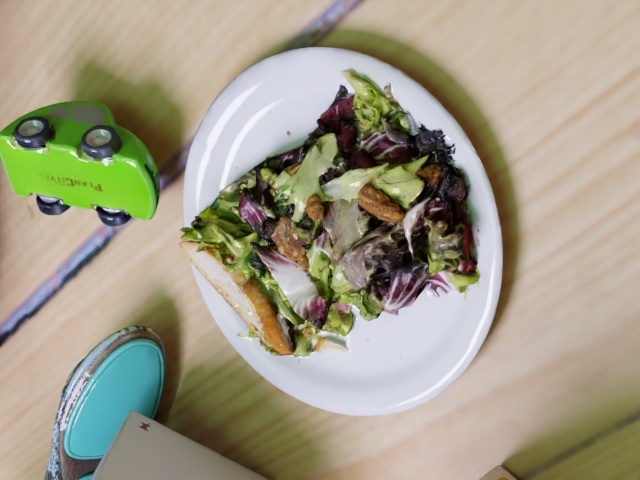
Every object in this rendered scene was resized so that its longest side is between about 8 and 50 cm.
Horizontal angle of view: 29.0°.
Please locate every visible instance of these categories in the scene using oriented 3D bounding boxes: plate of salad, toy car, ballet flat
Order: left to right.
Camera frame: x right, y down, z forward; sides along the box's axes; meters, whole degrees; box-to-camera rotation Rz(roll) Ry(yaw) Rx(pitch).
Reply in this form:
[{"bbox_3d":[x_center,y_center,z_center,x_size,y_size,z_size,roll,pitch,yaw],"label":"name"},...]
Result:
[{"bbox_3d":[-0.192,-0.059,0.736,0.225,0.053,0.239,11,138,16],"label":"toy car"},{"bbox_3d":[-0.145,0.124,0.774,0.070,0.070,0.188,29,114,24],"label":"ballet flat"},{"bbox_3d":[0.000,0.000,0.647,0.199,0.048,0.200,10,108,32],"label":"plate of salad"}]

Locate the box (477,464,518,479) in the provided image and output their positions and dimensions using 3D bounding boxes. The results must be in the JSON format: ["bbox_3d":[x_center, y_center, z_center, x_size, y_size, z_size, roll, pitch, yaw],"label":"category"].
[{"bbox_3d":[0.060,0.206,0.567,0.114,0.203,0.103,37,120,23],"label":"box"}]

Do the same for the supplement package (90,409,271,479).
[{"bbox_3d":[-0.111,0.209,0.713,0.105,0.105,0.179,28,111,-3],"label":"supplement package"}]
